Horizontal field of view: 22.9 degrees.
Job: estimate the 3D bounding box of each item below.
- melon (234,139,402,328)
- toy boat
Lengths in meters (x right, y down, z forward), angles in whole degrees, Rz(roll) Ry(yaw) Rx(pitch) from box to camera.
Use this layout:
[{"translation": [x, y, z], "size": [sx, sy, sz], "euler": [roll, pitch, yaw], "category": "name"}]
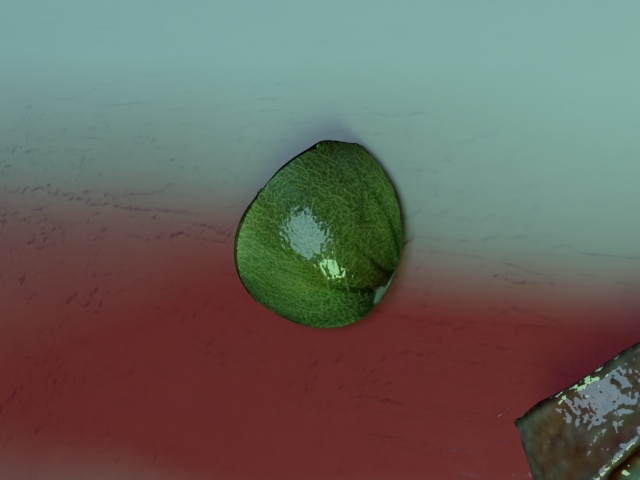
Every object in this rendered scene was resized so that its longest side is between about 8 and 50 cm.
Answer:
[{"translation": [0.000, 0.000, 1.280], "size": [0.128, 0.079, 0.160], "euler": [37, 99, 34], "category": "melon"}, {"translation": [0.276, 0.200, 1.068], "size": [0.206, 0.096, 0.282], "euler": [-31, 73, 7], "category": "toy boat"}]
